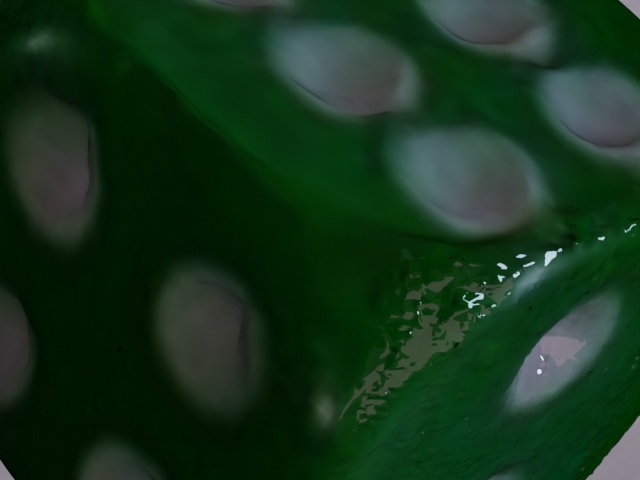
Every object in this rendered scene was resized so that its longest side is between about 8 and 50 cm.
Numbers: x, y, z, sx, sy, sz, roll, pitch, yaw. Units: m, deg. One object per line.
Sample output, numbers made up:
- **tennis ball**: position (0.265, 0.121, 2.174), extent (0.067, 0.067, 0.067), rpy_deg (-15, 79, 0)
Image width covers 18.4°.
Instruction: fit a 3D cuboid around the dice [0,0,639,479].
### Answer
- **dice**: position (0.000, 0.000, 0.428), extent (0.131, 0.128, 0.120), rpy_deg (-19, 144, -39)
